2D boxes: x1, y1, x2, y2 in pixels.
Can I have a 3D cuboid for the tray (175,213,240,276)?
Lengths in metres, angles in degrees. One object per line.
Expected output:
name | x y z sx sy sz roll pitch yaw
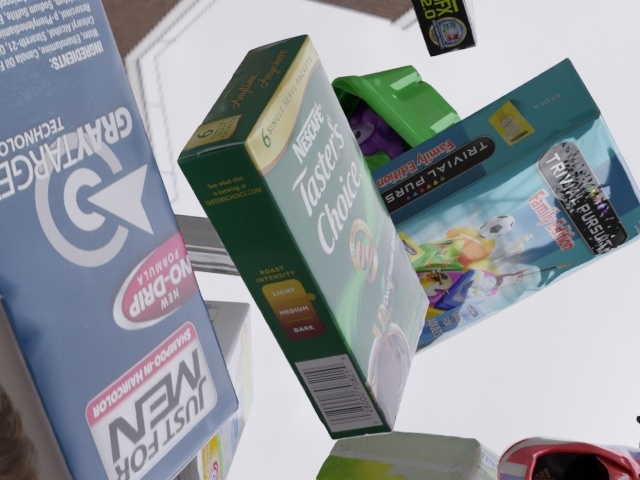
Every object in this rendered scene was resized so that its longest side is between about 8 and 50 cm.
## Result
tray | -0.134 0.012 1.235 0.271 0.145 0.030 6 -111 14

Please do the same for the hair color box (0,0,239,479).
hair color box | -0.174 -0.056 0.383 0.174 0.105 0.347 -7 -70 30

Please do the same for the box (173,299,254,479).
box | -0.128 0.146 0.866 0.103 0.203 0.114 3 -65 7

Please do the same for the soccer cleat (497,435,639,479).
soccer cleat | 0.282 0.216 0.895 0.095 0.248 0.083 106 -11 -82

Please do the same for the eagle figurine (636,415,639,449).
eagle figurine | 0.524 0.317 1.209 0.226 0.298 0.225 108 5 -50

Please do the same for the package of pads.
package of pads | 0.167 0.336 1.277 0.297 0.229 0.101 -9 -134 57

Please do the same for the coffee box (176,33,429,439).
coffee box | 0.000 0.000 0.517 0.041 0.113 0.184 -12 -59 26

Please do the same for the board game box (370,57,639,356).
board game box | 0.156 -0.010 1.042 0.336 0.254 0.079 -30 -125 15

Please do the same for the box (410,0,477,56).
box | 0.124 -0.384 1.175 0.060 0.216 0.270 -12 -134 16

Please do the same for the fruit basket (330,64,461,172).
fruit basket | 0.047 -0.063 1.635 0.283 0.392 0.392 48 -53 8
